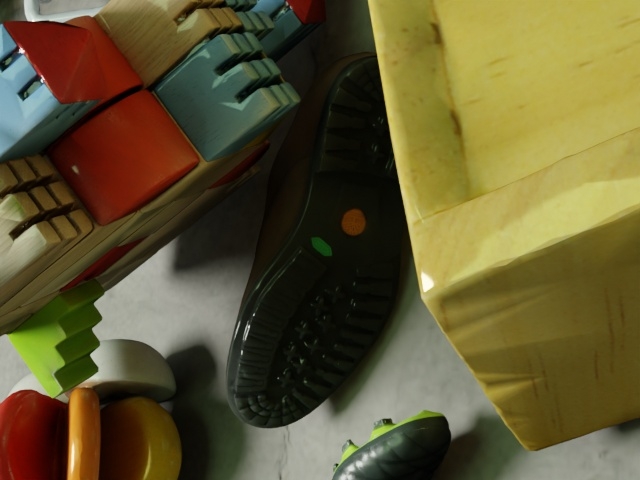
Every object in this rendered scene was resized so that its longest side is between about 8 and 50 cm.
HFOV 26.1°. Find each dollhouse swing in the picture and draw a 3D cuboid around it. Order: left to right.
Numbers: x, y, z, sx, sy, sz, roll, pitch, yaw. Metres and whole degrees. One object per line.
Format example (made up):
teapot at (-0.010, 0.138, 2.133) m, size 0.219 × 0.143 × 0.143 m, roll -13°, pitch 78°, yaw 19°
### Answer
dollhouse swing at (0.176, -0.140, 0.576) m, size 0.305 × 0.315 × 0.346 m, roll -15°, pitch 64°, yaw 12°

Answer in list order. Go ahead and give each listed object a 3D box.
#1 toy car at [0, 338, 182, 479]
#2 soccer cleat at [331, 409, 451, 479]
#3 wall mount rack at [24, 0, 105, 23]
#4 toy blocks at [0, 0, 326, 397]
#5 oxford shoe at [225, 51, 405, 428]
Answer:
toy car at (-0.180, 0.151, 0.910) m, size 0.182 × 0.136 × 0.159 m, roll -24°, pitch 61°, yaw 44°
soccer cleat at (0.023, 0.159, 0.737) m, size 0.179 × 0.060 × 0.072 m, roll -54°, pitch 53°, yaw 34°
wall mount rack at (-0.219, -0.338, 1.030) m, size 0.131 × 0.350 × 0.304 m, roll -8°, pitch 72°, yaw 11°
toy blocks at (-0.121, -0.054, 0.785) m, size 0.261 × 0.381 × 0.190 m, roll -37°, pitch 87°, yaw 21°
oxford shoe at (0.000, 0.000, 0.804) m, size 0.227 × 0.083 × 0.096 m, roll -68°, pitch 22°, yaw 7°
